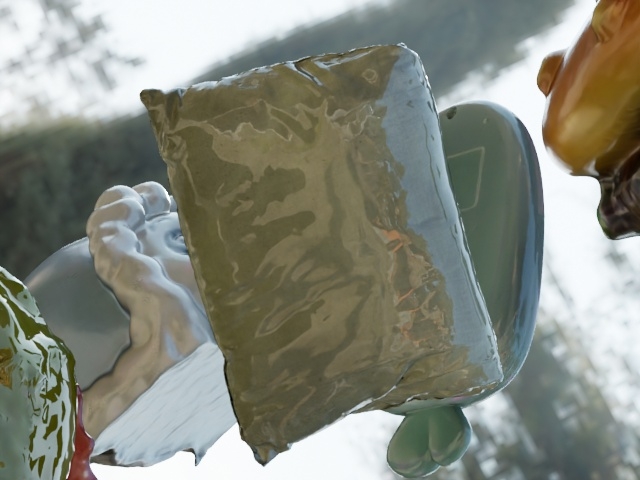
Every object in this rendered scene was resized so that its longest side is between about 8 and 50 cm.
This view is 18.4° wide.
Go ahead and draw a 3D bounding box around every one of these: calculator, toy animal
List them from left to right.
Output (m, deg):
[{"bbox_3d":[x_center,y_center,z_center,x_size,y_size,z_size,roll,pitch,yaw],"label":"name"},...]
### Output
[{"bbox_3d":[-0.124,0.058,1.333,0.156,0.204,0.208,47,13,17],"label":"toy animal"},{"bbox_3d":[0.093,0.032,1.493,0.185,0.041,0.299,-14,-120,47],"label":"calculator"}]

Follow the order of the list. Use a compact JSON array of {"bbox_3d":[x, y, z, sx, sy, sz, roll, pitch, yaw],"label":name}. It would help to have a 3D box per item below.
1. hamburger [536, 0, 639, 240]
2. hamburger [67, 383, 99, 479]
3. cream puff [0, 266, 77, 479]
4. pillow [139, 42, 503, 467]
[{"bbox_3d":[0.361,-0.159,1.630,0.277,0.396,0.396,40,-20,7],"label":"hamburger"},{"bbox_3d":[-0.178,0.102,0.852,0.137,0.175,0.175,-71,136,-88],"label":"hamburger"},{"bbox_3d":[-0.201,0.037,0.525,0.269,0.323,0.274,23,-31,-4],"label":"cream puff"},{"bbox_3d":[0.000,0.000,0.904,0.078,0.134,0.181,-71,146,-76],"label":"pillow"}]
